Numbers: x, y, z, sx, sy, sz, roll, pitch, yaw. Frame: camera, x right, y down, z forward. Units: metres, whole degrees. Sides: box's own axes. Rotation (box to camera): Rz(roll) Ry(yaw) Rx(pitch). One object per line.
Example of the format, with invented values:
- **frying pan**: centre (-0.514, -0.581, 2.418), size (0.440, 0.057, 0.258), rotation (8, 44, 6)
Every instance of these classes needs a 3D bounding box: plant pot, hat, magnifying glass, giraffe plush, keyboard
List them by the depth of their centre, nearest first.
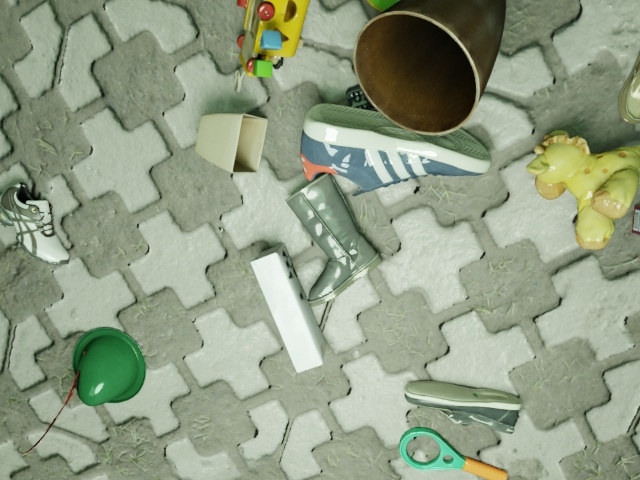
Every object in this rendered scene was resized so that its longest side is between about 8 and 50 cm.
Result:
- **plant pot**: centre (0.205, -0.330, 0.811), size (0.215, 0.215, 0.230), rotation (39, 65, -2)
- **giraffe plush**: centre (0.453, -0.110, 0.868), size (0.171, 0.181, 0.210), rotation (26, 115, 23)
- **keyboard**: centre (0.147, -0.261, 0.932), size (0.180, 0.023, 0.108), rotation (-16, 99, 10)
- **plant pot**: centre (-0.175, -0.192, 0.945), size (0.096, 0.109, 0.109), rotation (16, 102, 16)
- **hat**: centre (-0.485, 0.311, 1.030), size (0.173, 0.183, 0.208), rotation (6, 101, 5)
- **magnifying glass**: centre (0.281, 0.467, 1.055), size (0.231, 0.026, 0.092), rotation (18, 102, 2)

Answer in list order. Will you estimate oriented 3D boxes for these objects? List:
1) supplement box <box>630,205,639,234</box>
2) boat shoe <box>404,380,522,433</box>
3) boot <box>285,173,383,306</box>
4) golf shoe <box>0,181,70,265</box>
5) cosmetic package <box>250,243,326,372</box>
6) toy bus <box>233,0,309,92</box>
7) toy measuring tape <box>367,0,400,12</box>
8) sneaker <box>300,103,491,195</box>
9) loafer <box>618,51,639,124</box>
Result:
- **supplement box**: centre (0.626, -0.036, 0.909), size (0.084, 0.043, 0.054), rotation (0, 99, 6)
- **boat shoe**: centre (0.282, 0.339, 1.000), size (0.233, 0.084, 0.079), rotation (9, 101, 2)
- **boot**: centre (-0.001, 0.000, 0.973), size (0.190, 0.076, 0.208), rotation (-38, 101, -2)
- **golf shoe**: centre (-0.591, -0.034, 1.033), size (0.094, 0.077, 0.198), rotation (-43, 95, 12)
- **cosmetic package**: centre (-0.059, 0.132, 0.992), size (0.061, 0.099, 0.238), rotation (-20, 98, 10)
- **toy bus**: centre (-0.083, -0.374, 0.892), size (0.105, 0.202, 0.190), rotation (-2, 94, -24)
- **toy measuring tape**: centre (0.070, -0.440, 0.831), size (0.331, 0.121, 0.121), rotation (-10, 100, -14)
- **sneaker**: centre (0.131, -0.146, 0.913), size (0.351, 0.131, 0.148), rotation (10, 129, -7)
- **loafer**: centre (0.570, -0.278, 0.866), size (0.056, 0.050, 0.147), rotation (10, 102, 5)
